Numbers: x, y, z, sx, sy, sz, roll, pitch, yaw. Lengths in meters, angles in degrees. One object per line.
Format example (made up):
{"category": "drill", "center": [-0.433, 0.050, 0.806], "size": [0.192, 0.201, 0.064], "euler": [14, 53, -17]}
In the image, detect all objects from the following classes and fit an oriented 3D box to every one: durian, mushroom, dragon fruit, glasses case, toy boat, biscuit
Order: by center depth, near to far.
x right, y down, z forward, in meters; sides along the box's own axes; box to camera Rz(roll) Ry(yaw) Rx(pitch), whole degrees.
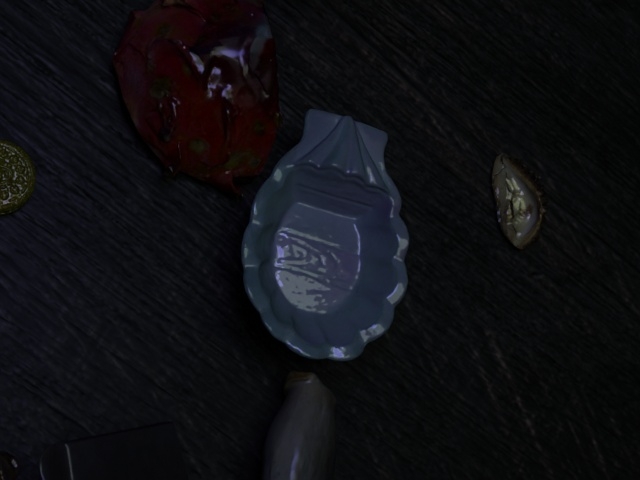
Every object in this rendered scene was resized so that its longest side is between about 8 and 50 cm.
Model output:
{"category": "glasses case", "center": [-0.207, 0.232, 1.462], "size": [0.191, 0.042, 0.072], "euler": [0, 68, -61]}
{"category": "mushroom", "center": [-0.027, 0.311, 1.541], "size": [0.109, 0.097, 0.351], "euler": [31, 58, -54]}
{"category": "biscuit", "center": [-0.349, -0.069, 1.543], "size": [0.084, 0.023, 0.084], "euler": [5, 75, -20]}
{"category": "dragon fruit", "center": [-0.140, -0.184, 1.602], "size": [0.161, 0.126, 0.274], "euler": [-5, 79, -24]}
{"category": "toy boat", "center": [0.000, 0.000, 1.632], "size": [0.199, 0.100, 0.290], "euler": [18, 72, -19]}
{"category": "durian", "center": [0.253, -0.051, 1.794], "size": [0.066, 0.052, 0.130], "euler": [-12, 77, 14]}

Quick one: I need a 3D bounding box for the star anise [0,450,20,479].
{"category": "star anise", "center": [-0.324, 0.305, 1.419], "size": [0.214, 0.099, 0.220], "euler": [-13, 103, -21]}
